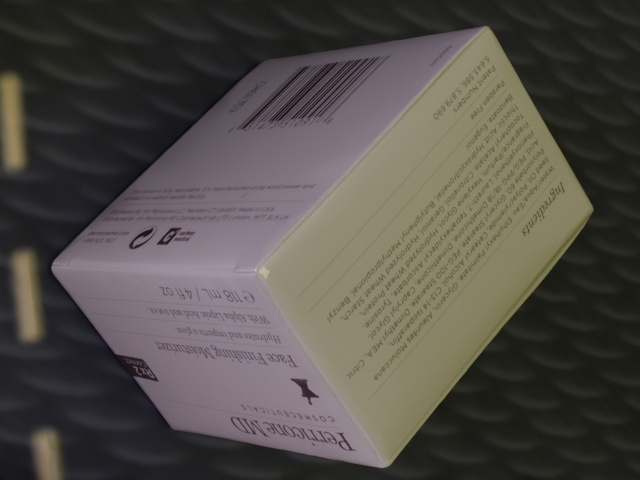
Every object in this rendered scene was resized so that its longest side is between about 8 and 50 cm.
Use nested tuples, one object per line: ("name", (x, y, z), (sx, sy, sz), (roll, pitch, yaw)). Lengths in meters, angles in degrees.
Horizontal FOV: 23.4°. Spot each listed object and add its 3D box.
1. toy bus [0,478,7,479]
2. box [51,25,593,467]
("toy bus", (-0.048, 0.195, 0.755), (0.332, 0.130, 0.108), (22, 78, -36))
("box", (0.000, 0.000, 0.759), (0.182, 0.181, 0.119), (-47, 117, -28))
